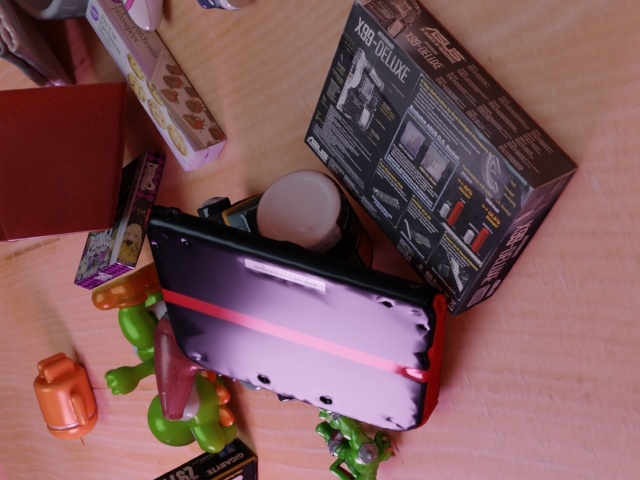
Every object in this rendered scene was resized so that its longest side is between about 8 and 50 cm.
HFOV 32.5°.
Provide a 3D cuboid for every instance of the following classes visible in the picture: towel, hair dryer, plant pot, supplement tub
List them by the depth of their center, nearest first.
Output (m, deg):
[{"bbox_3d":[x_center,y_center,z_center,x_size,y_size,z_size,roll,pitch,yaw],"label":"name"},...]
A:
[{"bbox_3d":[0.000,0.000,1.417,0.117,0.117,0.190,43,173,30],"label":"supplement tub"},{"bbox_3d":[-0.459,-0.122,1.818,0.267,0.267,0.236,-178,82,-72],"label":"plant pot"},{"bbox_3d":[-0.194,0.203,1.841,0.293,0.080,0.224,-47,68,32],"label":"hair dryer"},{"bbox_3d":[-0.566,-0.418,1.940,0.332,0.053,0.317,61,-179,9],"label":"towel"}]

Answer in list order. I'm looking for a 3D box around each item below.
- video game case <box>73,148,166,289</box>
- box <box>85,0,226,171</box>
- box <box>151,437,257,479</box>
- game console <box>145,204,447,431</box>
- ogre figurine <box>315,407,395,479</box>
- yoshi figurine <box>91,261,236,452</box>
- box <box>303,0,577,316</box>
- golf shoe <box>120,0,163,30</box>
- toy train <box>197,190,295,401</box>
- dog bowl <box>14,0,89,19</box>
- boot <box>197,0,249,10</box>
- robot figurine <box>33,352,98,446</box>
[{"bbox_3d":[-0.353,-0.032,1.922,0.232,0.041,0.210,-20,52,58],"label":"video game case"},{"bbox_3d":[-0.262,-0.258,1.730,0.324,0.063,0.067,57,147,13],"label":"box"},{"bbox_3d":[-0.264,0.540,2.032,0.079,0.322,0.257,36,137,40],"label":"box"},{"bbox_3d":[-0.029,0.106,1.422,0.386,0.060,0.342,16,144,14],"label":"game console"},{"bbox_3d":[0.044,0.303,1.634,0.118,0.096,0.197,52,144,27],"label":"ogre figurine"},{"bbox_3d":[-0.294,0.235,2.013,0.362,0.203,0.203,62,164,0],"label":"yoshi figurine"},{"bbox_3d":[0.122,-0.101,1.265,0.307,0.076,0.242,50,145,22],"label":"box"},{"bbox_3d":[-0.258,-0.396,1.626,0.086,0.067,0.186,29,133,41],"label":"golf shoe"},{"bbox_3d":[-0.075,0.082,1.631,0.190,0.142,0.334,-17,97,48],"label":"toy train"},{"bbox_3d":[-0.459,-0.524,1.803,0.348,0.102,0.349,33,136,40],"label":"dog bowl"},{"bbox_3d":[-0.158,-0.400,1.474,0.086,0.069,0.190,12,122,49],"label":"boot"},{"bbox_3d":[-0.602,0.378,2.600,0.158,0.128,0.220,-5,110,20],"label":"robot figurine"}]
